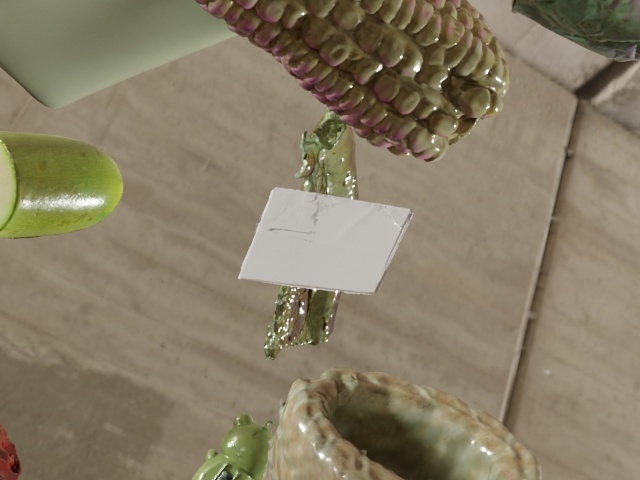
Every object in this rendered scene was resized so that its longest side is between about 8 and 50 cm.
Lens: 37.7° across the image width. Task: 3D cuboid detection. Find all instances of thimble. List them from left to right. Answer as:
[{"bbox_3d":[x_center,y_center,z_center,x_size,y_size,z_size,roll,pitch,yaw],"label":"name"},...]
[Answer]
[{"bbox_3d":[0.066,0.213,0.780,0.196,0.148,0.229,-3,27,-39],"label":"thimble"}]

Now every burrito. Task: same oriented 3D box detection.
[{"bbox_3d":[0.359,-0.296,1.211,0.229,0.089,0.144,23,-5,9],"label":"burrito"}]

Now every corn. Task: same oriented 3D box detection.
[{"bbox_3d":[-0.012,-0.178,0.634,0.335,0.126,0.127,35,-33,-25],"label":"corn"}]

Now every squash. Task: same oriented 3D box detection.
[{"bbox_3d":[-0.609,-0.130,2.099,0.210,0.233,0.309,-12,-4,34],"label":"squash"}]

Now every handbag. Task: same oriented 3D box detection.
[{"bbox_3d":[-0.146,-0.231,0.747,0.315,0.109,0.241,-16,-36,21],"label":"handbag"}]

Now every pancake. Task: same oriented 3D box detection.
[{"bbox_3d":[0.001,-0.001,1.446,0.067,0.305,0.426,16,-71,12],"label":"pancake"}]

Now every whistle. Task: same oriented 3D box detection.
[{"bbox_3d":[-0.145,0.375,1.468,0.105,0.227,0.085,37,-7,10],"label":"whistle"}]

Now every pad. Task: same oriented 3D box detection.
[{"bbox_3d":[0.009,0.006,1.323,0.232,0.004,0.156,8,-60,-27],"label":"pad"}]

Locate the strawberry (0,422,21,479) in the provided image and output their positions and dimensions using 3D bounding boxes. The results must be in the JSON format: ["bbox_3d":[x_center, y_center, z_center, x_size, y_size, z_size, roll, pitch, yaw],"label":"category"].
[{"bbox_3d":[-0.687,0.359,1.625,0.345,0.295,0.317,42,-10,12],"label":"strawberry"}]
